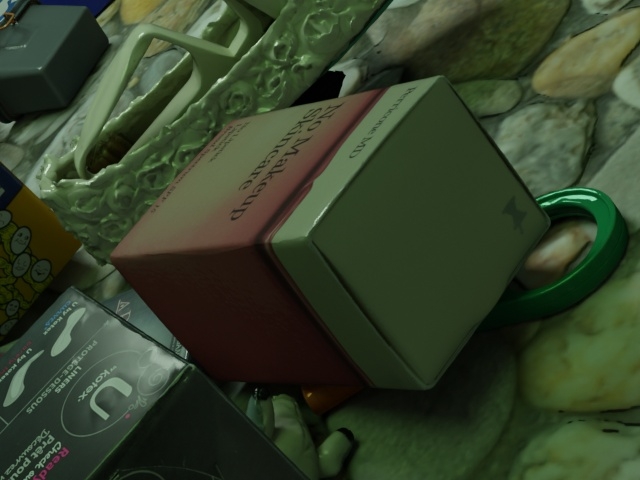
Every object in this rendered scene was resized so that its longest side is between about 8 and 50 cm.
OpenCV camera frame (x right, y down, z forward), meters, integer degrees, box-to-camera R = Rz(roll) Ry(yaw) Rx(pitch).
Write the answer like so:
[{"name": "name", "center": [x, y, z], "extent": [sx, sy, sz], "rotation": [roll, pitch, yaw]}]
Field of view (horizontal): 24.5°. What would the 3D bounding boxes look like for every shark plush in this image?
[{"name": "shark plush", "center": [-0.029, 0.167, 0.895], "extent": [0.067, 0.073, 0.161], "rotation": [-32, 48, 50]}]

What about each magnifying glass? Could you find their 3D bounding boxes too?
[{"name": "magnifying glass", "center": [0.089, 0.042, 0.931], "extent": [0.231, 0.026, 0.092], "rotation": [-31, 32, 10]}]

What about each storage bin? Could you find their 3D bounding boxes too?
[{"name": "storage bin", "center": [-0.295, -0.199, 1.566], "extent": [0.091, 0.098, 0.135], "rotation": [0, 48, 32]}]

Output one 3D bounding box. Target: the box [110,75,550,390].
[{"name": "box", "center": [0.000, 0.000, 0.936], "extent": [0.232, 0.127, 0.148], "rotation": [-6, 39, 53]}]

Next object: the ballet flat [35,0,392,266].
[{"name": "ballet flat", "center": [-0.072, -0.146, 1.149], "extent": [0.409, 0.147, 0.147], "rotation": [-49, 31, 9]}]

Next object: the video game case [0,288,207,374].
[{"name": "video game case", "center": [-0.193, 0.132, 1.080], "extent": [0.274, 0.026, 0.196], "rotation": [-24, 38, 31]}]

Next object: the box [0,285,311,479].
[{"name": "box", "center": [-0.072, 0.172, 0.718], "extent": [0.163, 0.247, 0.142], "rotation": [-48, 32, -13]}]

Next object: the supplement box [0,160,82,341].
[{"name": "supplement box", "center": [-0.410, 0.054, 1.225], "extent": [0.195, 0.194, 0.356], "rotation": [25, 72, 46]}]

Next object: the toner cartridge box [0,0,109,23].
[{"name": "toner cartridge box", "center": [-0.379, -0.300, 1.785], "extent": [0.165, 0.075, 0.348], "rotation": [-46, 32, -12]}]

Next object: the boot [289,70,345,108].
[{"name": "boot", "center": [-0.002, -0.097, 1.173], "extent": [0.121, 0.045, 0.099], "rotation": [-18, 40, 41]}]
